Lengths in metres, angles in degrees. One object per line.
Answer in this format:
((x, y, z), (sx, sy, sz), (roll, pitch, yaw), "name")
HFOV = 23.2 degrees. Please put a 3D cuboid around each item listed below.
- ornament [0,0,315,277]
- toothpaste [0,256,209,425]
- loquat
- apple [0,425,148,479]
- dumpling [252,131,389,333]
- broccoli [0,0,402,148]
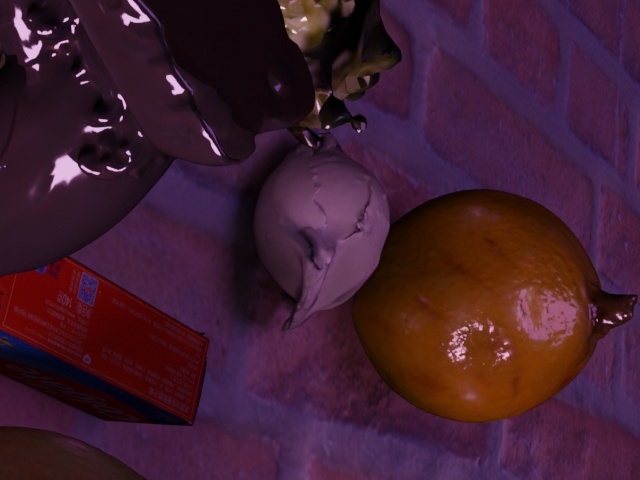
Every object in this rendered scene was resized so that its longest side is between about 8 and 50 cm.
((-0.165, -0.096, 0.713), (0.251, 0.260, 0.106), (66, 27, -11), "ornament")
((-0.181, 0.040, 0.930), (0.320, 0.076, 0.066), (39, 56, -54), "toothpaste")
((0.159, 0.061, 1.380), (0.213, 0.246, 0.213), (2, 90, -65), "loquat")
((-0.115, 0.192, 0.837), (0.120, 0.265, 0.193), (-37, 159, -11), "apple")
((0.000, 0.000, 1.249), (0.127, 0.108, 0.188), (93, 0, -46), "dumpling")
((-0.108, -0.140, 0.851), (0.348, 0.293, 0.281), (41, 64, -52), "broccoli")
